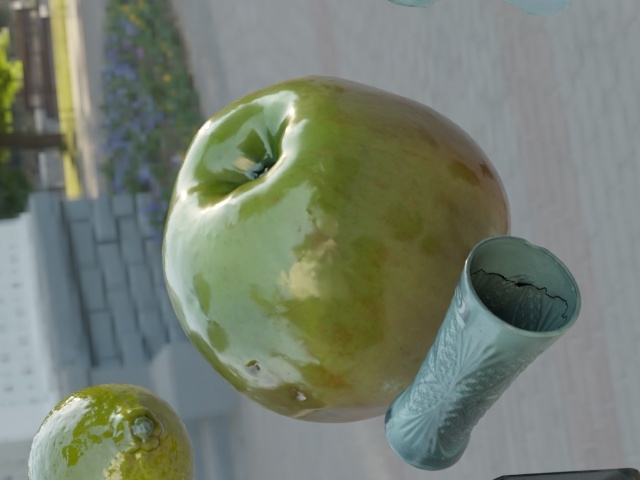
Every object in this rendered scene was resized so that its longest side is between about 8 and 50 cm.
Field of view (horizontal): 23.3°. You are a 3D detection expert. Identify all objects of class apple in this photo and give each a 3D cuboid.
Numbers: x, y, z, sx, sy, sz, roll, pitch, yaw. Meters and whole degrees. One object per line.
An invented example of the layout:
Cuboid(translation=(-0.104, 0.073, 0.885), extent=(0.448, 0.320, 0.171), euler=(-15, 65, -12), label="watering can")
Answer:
Cuboid(translation=(0.000, 0.000, 1.497), extent=(0.338, 0.305, 0.339), euler=(-25, 50, 34), label="apple")

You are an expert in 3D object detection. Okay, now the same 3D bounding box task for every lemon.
Cuboid(translation=(-0.223, 0.243, 1.664), extent=(0.248, 0.184, 0.184), euler=(111, 151, -54), label="lemon")

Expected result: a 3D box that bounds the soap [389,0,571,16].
Cuboid(translation=(0.125, -0.299, 0.955), extent=(0.347, 0.115, 0.208), euler=(-70, -15, -51), label="soap")

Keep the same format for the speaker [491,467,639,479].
Cuboid(translation=(0.167, 0.305, 1.174), extent=(0.192, 0.153, 0.231), euler=(-14, 93, 48), label="speaker")

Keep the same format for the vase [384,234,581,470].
Cuboid(translation=(0.121, 0.100, 1.255), extent=(0.219, 0.096, 0.096), euler=(117, 148, -46), label="vase")
